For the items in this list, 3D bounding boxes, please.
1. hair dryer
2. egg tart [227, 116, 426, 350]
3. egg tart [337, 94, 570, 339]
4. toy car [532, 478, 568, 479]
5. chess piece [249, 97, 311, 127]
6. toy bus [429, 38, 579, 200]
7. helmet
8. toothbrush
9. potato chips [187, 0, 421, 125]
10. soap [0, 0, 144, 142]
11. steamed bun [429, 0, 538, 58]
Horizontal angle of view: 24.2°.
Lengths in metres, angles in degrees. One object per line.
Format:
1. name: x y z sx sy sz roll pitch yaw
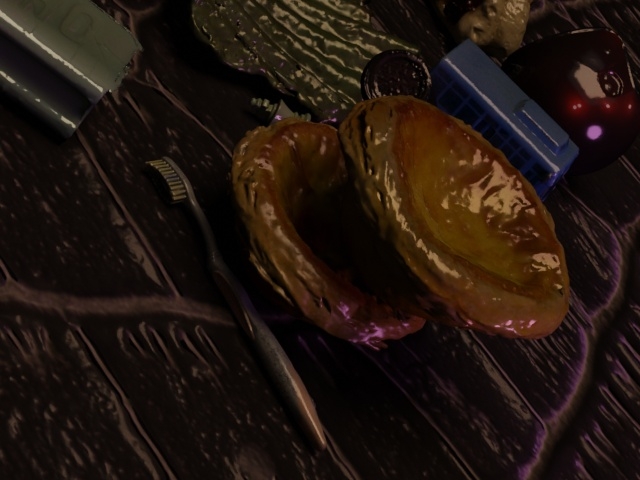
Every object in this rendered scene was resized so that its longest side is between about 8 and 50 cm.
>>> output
1. hair dryer: 0.106 -0.093 1.794 0.197 0.089 0.251 52 32 -82
2. egg tart: 0.000 0.000 1.631 0.295 0.116 0.295 29 40 -28
3. egg tart: 0.123 -0.011 1.568 0.319 0.128 0.319 31 37 -27
4. toy car: 0.303 0.347 1.477 0.193 0.118 0.301 43 -6 -19
5. chess piece: -0.020 -0.134 1.810 0.149 0.059 0.059 28 37 -11
6. toy bus: 0.229 -0.145 1.991 0.234 0.133 0.116 45 34 3
7. helmet: 0.348 -0.191 2.105 0.216 0.189 0.193 35 56 -10
8. toothbrush: -0.086 0.060 1.559 0.037 0.028 0.375 -12 61 -43
9. potato chips: -0.052 -0.327 1.936 0.389 0.097 0.373 21 38 -37
10. soap: -0.323 -0.232 1.574 0.261 0.094 0.150 36 36 -10
11. steamed bun: 0.248 -0.346 2.236 0.172 0.141 0.155 18 56 -28
